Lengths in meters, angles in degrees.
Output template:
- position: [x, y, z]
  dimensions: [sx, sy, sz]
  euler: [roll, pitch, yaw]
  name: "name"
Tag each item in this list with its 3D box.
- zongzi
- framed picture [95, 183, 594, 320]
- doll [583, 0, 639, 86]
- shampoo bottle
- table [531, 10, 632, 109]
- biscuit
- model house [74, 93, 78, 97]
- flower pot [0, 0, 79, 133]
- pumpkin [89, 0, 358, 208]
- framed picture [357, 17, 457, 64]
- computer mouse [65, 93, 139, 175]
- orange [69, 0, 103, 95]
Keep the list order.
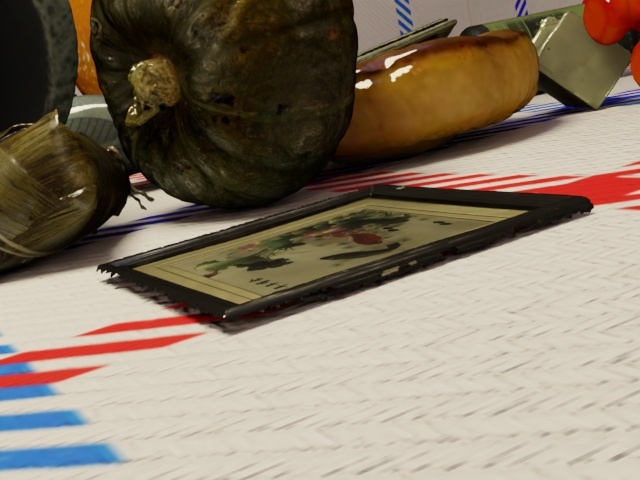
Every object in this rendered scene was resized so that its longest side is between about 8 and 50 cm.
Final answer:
- position: [-0.225, -0.011, 0.661]
  dimensions: [0.184, 0.084, 0.187]
  euler: [-32, 0, 0]
  name: "zongzi"
- position: [0.000, 0.000, 0.488]
  dimensions: [0.199, 0.010, 0.195]
  euler: [-17, 12, -26]
  name: "framed picture"
- position: [0.410, -0.214, 0.856]
  dimensions: [0.336, 0.105, 0.200]
  euler: [-17, 50, -17]
  name: "doll"
- position: [0.322, -0.250, 1.201]
  dimensions: [0.283, 0.101, 0.101]
  euler: [-13, 11, -8]
  name: "shampoo bottle"
- position: [0.240, -0.174, 0.905]
  dimensions: [0.079, 0.062, 0.083]
  euler: [33, 5, -8]
  name: "table"
- position: [0.079, -0.123, 0.829]
  dimensions: [0.274, 0.091, 0.213]
  euler: [-17, 9, -35]
  name: "biscuit"
- position: [-0.380, -0.141, 1.316]
  dimensions: [0.141, 0.164, 0.203]
  euler: [-56, 5, -9]
  name: "model house"
- position: [-0.375, -0.166, 0.724]
  dimensions: [0.299, 0.299, 0.283]
  euler: [-19, 29, -36]
  name: "flower pot"
- position: [-0.074, -0.130, 0.679]
  dimensions: [0.223, 0.224, 0.157]
  euler: [-1, 19, 44]
  name: "pumpkin"
- position: [0.001, -0.150, 0.977]
  dimensions: [0.274, 0.017, 0.217]
  euler: [-24, -3, -8]
  name: "framed picture"
- position: [-0.216, -0.115, 0.999]
  dimensions: [0.379, 0.090, 0.167]
  euler: [-16, -1, -17]
  name: "computer mouse"
- position: [-0.168, -0.291, 1.343]
  dimensions: [0.424, 0.326, 0.424]
  euler: [5, 21, -2]
  name: "orange"
